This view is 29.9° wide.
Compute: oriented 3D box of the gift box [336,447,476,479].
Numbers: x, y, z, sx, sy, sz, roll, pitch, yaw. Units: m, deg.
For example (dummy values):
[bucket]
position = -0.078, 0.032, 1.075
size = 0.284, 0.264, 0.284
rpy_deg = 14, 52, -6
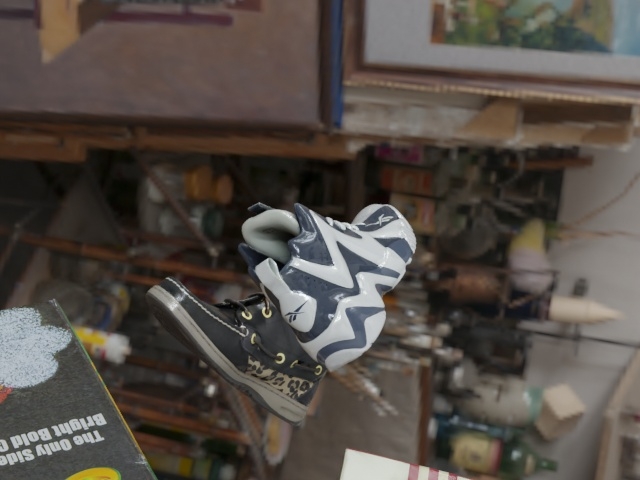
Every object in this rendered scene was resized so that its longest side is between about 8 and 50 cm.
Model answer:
[gift box]
position = 0.112, 0.415, 1.326
size = 0.255, 0.276, 0.258
rpy_deg = 96, 8, -46

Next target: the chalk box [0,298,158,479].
[chalk box]
position = -0.206, 0.203, 0.762
size = 0.180, 0.289, 0.179
rpy_deg = -11, 128, -26

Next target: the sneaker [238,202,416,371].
[sneaker]
position = 0.000, 0.000, 1.135
size = 0.153, 0.094, 0.235
rpy_deg = 46, 39, -15

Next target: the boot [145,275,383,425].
[boot]
position = -0.068, 0.090, 1.821
size = 0.284, 0.138, 0.377
rpy_deg = -51, 130, -7
